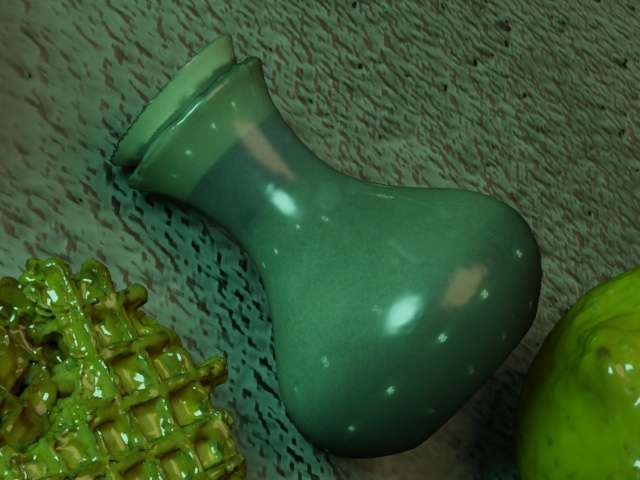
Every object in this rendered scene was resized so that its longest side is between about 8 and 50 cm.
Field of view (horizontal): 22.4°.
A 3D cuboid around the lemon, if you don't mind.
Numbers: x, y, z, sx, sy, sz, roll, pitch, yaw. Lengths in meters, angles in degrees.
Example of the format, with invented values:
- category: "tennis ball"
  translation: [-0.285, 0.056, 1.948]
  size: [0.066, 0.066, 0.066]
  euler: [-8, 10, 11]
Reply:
- category: "lemon"
  translation: [0.267, 0.141, 1.061]
  size: [0.310, 0.253, 0.253]
  euler: [31, 45, -31]

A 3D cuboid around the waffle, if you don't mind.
- category: "waffle"
  translation: [-0.126, 0.100, 0.823]
  size: [0.197, 0.070, 0.193]
  euler: [17, 53, -38]

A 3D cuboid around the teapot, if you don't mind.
- category: "teapot"
  translation: [0.000, 0.000, 0.958]
  size: [0.251, 0.183, 0.183]
  euler: [43, 39, 1]
